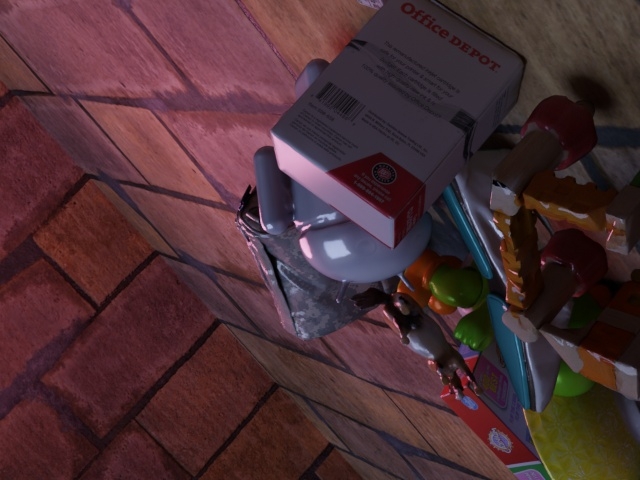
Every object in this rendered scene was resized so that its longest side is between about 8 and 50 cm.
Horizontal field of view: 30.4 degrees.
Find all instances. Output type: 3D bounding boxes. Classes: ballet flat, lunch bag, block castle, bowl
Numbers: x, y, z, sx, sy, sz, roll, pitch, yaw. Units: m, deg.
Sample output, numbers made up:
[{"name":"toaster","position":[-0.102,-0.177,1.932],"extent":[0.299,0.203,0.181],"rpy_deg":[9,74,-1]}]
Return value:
[{"name":"ballet flat","position":[0.288,0.052,1.675],"extent":[0.139,0.139,0.400],"rpy_deg":[1,114,64]},{"name":"lunch bag","position":[0.000,0.000,2.055],"extent":[0.213,0.256,0.305],"rpy_deg":[24,146,39]},{"name":"block castle","position":[0.431,0.023,1.348],"extent":[0.453,0.213,0.303],"rpy_deg":[20,141,36]},{"name":"bowl","position":[0.466,0.297,1.942],"extent":[0.156,0.289,0.289],"rpy_deg":[-28,117,26]}]

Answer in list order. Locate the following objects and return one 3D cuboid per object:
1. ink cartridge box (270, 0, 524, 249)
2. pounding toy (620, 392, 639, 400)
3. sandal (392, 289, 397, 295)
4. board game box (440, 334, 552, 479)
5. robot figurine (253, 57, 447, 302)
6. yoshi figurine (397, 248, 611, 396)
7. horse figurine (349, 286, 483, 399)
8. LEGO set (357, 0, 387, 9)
[{"name":"ink cartridge box","position":[0.100,-0.159,1.498],"extent":[0.197,0.273,0.114],"rpy_deg":[37,166,16]},{"name":"pounding toy","position":[0.463,0.129,1.624],"extent":[0.270,0.154,0.154],"rpy_deg":[-4,153,24]},{"name":"sandal","position":[0.172,0.126,2.406],"extent":[0.072,0.049,0.180],"rpy_deg":[40,178,25]},{"name":"board game box","position":[0.364,0.289,2.064],"extent":[0.316,0.242,0.064],"rpy_deg":[47,130,-14]},{"name":"robot figurine","position":[0.052,-0.090,1.727],"extent":[0.200,0.300,0.353],"rpy_deg":[137,124,-78]},{"name":"yoshi figurine","position":[0.305,0.138,1.861],"extent":[0.362,0.203,0.203],"rpy_deg":[17,142,35]},{"name":"horse figurine","position":[0.153,0.150,1.785],"extent":[0.263,0.066,0.174],"rpy_deg":[45,-176,-10]},{"name":"LEGO set","position":[-0.011,-0.411,1.537],"extent":[0.182,0.060,0.244],"rpy_deg":[26,166,33]}]
